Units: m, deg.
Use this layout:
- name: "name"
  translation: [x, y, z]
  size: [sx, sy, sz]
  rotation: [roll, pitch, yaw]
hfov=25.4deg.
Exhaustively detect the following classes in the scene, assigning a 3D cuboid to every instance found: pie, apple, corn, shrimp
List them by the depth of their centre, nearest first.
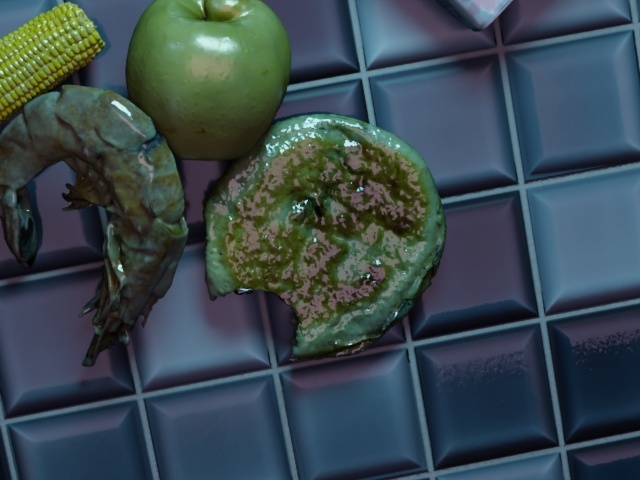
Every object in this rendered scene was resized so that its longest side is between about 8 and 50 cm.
- name: "apple"
  translation: [-0.126, -0.187, 1.582]
  size: [0.200, 0.200, 0.200]
  rotation: [-1, 98, -5]
- name: "corn"
  translation: [-0.360, -0.182, 1.615]
  size: [0.248, 0.081, 0.081]
  rotation: [-34, 99, 2]
- name: "shrimp"
  translation: [-0.268, -0.012, 1.617]
  size: [0.247, 0.085, 0.360]
  rotation: [15, 121, 14]
- name: "pie"
  translation: [0.005, -0.007, 1.676]
  size: [0.303, 0.067, 0.302]
  rotation: [-1, 98, -5]

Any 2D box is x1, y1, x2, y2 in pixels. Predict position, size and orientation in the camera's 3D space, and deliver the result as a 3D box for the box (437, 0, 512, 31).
- name: "box"
  translation: [0.105, -0.426, 1.605]
  size: [0.370, 0.112, 0.190]
  rotation: [40, 92, -9]
